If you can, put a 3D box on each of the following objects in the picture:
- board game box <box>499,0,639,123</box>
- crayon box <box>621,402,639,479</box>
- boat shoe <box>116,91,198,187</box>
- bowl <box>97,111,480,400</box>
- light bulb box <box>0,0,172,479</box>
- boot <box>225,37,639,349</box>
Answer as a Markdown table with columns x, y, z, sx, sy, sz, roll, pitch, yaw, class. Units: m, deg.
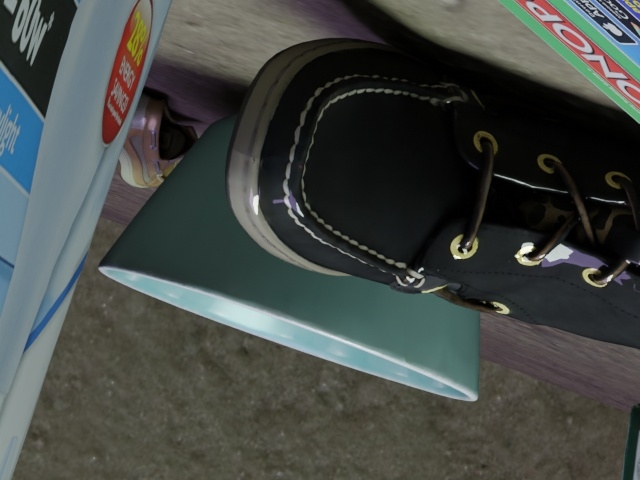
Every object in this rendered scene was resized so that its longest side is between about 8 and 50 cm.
| x | y | z | sx | sy | sz | roll | pitch | yaw | class |
| --- | --- | --- | --- | --- | --- | --- | --- | --- | --- |
| 0.050 | -0.104 | 0.376 | 0.317 | 0.046 | 0.213 | 37 | 176 | -19 | board game box |
| 0.369 | 0.148 | 0.764 | 0.313 | 0.106 | 0.363 | -8 | -160 | -39 | crayon box |
| -0.142 | -0.085 | 1.521 | 0.072 | 0.068 | 0.190 | 7 | 171 | 9 | boat shoe |
| 0.000 | 0.000 | 1.349 | 0.311 | 0.163 | 0.311 | 19 | 174 | 2 | bowl |
| -0.205 | -0.056 | 0.605 | 0.225 | 0.361 | 0.358 | 18 | 174 | 3 | light bulb box |
| 0.153 | -0.004 | 0.964 | 0.284 | 0.138 | 0.377 | 16 | 177 | 37 | boot |
